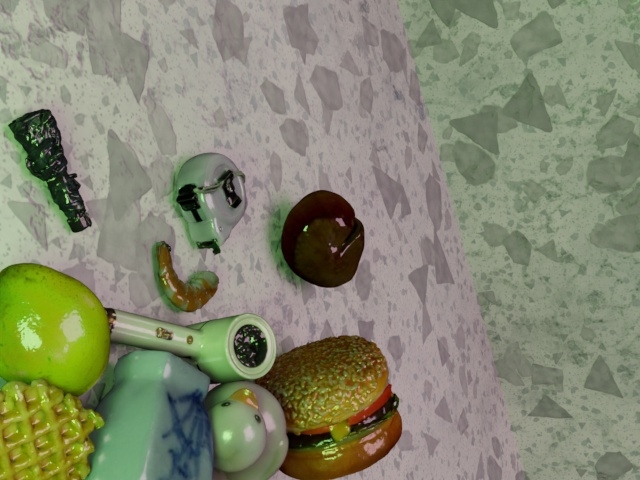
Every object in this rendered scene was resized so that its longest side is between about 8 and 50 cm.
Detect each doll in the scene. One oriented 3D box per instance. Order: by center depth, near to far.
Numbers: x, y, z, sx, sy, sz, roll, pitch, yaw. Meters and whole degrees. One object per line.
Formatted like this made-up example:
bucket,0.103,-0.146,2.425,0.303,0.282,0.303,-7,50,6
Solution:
doll,-0.169,0.389,1.660,0.221,0.221,0.251,-10,124,-62

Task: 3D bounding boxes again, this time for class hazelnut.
hazelnut,0.000,0.000,2.154,0.217,0.217,0.251,-62,145,-48

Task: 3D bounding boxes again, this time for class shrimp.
shrimp,-0.279,0.063,1.770,0.166,0.049,0.161,65,33,-13

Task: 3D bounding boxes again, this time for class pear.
pear,-0.430,0.136,1.329,0.219,0.188,0.187,57,36,-35

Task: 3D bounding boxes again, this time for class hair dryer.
hair dryer,-0.280,0.184,1.611,0.362,0.203,0.128,21,66,-40

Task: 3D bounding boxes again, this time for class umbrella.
umbrella,-0.452,-0.112,1.472,0.080,0.071,0.224,-34,120,-29

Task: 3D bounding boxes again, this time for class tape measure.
tape measure,-0.227,-0.097,1.840,0.178,0.105,0.196,62,35,-31

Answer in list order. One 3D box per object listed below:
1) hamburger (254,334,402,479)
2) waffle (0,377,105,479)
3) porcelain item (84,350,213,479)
hamburger,0.016,0.366,1.930,0.330,0.330,0.250,-33,110,-60
waffle,-0.451,0.328,1.257,0.291,0.051,0.291,-26,127,-39
porcelain item,-0.307,0.404,1.470,0.242,0.179,0.405,44,42,-47
